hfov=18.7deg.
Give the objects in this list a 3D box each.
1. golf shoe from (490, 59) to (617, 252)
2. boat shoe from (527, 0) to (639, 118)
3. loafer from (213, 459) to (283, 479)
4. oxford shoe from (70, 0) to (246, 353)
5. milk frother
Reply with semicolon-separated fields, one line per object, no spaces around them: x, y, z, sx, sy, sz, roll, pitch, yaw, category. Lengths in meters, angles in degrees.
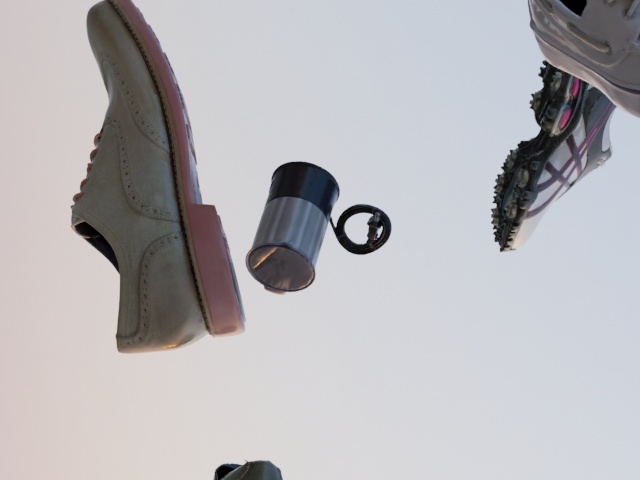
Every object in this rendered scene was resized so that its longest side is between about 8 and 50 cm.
0.297;-0.095;2.395;0.105;0.120;0.273;-107;-146;-57;golf shoe
0.225;-0.157;1.363;0.088;0.096;0.267;63;-9;-27;boat shoe
-0.079;0.284;2.049;0.251;0.094;0.087;141;-39;-67;loafer
-0.193;-0.074;1.953;0.140;0.146;0.397;79;-6;-66;oxford shoe
0.000;0.000;2.257;0.129;0.143;0.134;80;20;-48;milk frother
